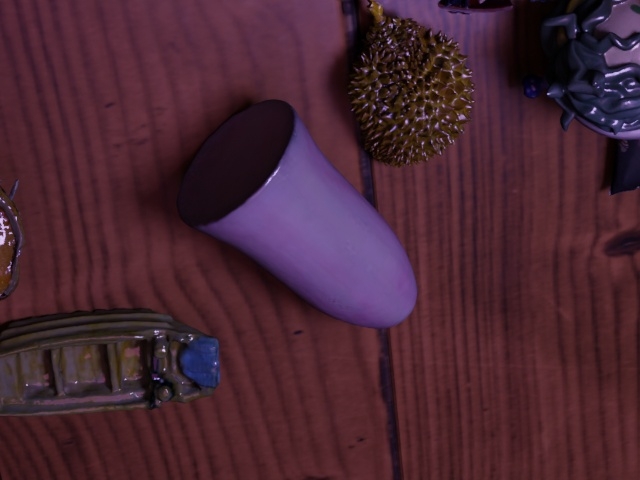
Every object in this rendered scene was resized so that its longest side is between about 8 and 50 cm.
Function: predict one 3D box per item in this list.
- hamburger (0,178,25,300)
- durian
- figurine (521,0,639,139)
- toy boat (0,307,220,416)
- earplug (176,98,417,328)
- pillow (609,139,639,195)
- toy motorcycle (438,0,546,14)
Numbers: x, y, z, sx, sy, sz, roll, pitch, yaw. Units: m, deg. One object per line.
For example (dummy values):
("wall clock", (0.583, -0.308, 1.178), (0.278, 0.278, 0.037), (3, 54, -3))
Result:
("hamburger", (-0.399, -0.010, 1.419), (0.185, 0.113, 0.177), (-40, 111, -3))
("durian", (0.099, -0.176, 1.467), (0.146, 0.102, 0.208), (-21, 113, 2))
("figurine", (0.422, -0.210, 1.460), (0.382, 0.261, 0.186), (-5, 143, -2))
("toy boat", (-0.258, 0.141, 1.531), (0.276, 0.084, 0.111), (-5, 117, -8))
("earplug", (0.000, 0.000, 1.496), (0.172, 0.172, 0.301), (-43, 122, 7))
("pillow", (0.395, -0.127, 1.586), (0.090, 0.048, 0.150), (-10, 111, -17))
("toy motorcycle", (0.158, -0.300, 1.426), (0.213, 0.122, 0.082), (1, 125, 0))
